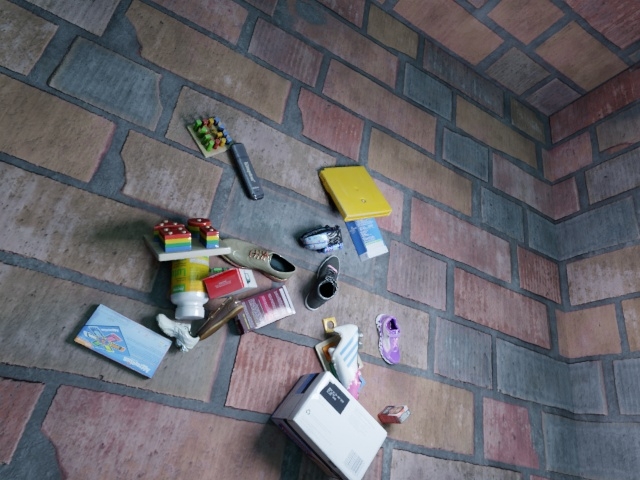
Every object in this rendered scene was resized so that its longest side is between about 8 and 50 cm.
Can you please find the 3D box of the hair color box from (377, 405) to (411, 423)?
[{"bbox_3d":[0.319,0.753,1.825,0.072,0.141,0.043,-28,87,-35],"label":"hair color box"}]

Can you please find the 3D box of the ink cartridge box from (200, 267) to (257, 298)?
[{"bbox_3d":[-0.343,0.164,1.596,0.134,0.231,0.078,-21,81,6],"label":"ink cartridge box"}]

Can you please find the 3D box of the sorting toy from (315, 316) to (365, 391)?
[{"bbox_3d":[0.090,0.505,1.845,0.196,0.047,0.347,-19,82,-34],"label":"sorting toy"}]

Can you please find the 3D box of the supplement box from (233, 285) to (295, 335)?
[{"bbox_3d":[-0.236,0.284,1.724,0.239,0.073,0.130,-16,79,-34],"label":"supplement box"}]

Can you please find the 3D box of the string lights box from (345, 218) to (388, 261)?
[{"bbox_3d":[0.225,-0.038,2.116,0.133,0.077,0.259,-15,80,-34],"label":"string lights box"}]

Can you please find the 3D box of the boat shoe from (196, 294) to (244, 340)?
[{"bbox_3d":[-0.391,0.293,1.606,0.207,0.073,0.073,-39,75,-9],"label":"boat shoe"}]

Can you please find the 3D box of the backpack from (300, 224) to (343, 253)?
[{"bbox_3d":[0.000,0.000,1.928,0.173,0.158,0.116,-15,98,-20],"label":"backpack"}]

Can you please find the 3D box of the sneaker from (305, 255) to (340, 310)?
[{"bbox_3d":[0.043,0.174,1.886,0.105,0.147,0.295,37,56,-11],"label":"sneaker"}]

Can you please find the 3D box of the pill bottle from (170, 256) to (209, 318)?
[{"bbox_3d":[-0.489,0.169,1.582,0.136,0.136,0.245,6,69,-29],"label":"pill bottle"}]

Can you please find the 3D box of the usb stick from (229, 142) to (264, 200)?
[{"bbox_3d":[-0.333,-0.313,1.907,0.077,0.045,0.278,-18,84,-48],"label":"usb stick"}]

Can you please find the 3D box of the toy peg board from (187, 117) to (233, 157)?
[{"bbox_3d":[-0.477,-0.475,1.875,0.161,0.079,0.161,-31,89,-35],"label":"toy peg board"}]

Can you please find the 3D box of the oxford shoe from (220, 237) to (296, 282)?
[{"bbox_3d":[-0.260,0.063,1.761,0.348,0.130,0.123,23,61,-21],"label":"oxford shoe"}]

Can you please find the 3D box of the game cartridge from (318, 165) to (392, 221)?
[{"bbox_3d":[0.172,-0.244,2.127,0.285,0.052,0.323,-9,56,-31],"label":"game cartridge"}]

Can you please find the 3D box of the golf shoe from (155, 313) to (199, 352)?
[{"bbox_3d":[-0.516,0.320,1.534,0.086,0.069,0.176,-40,103,0],"label":"golf shoe"}]

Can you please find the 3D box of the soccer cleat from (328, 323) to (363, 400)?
[{"bbox_3d":[0.100,0.519,1.772,0.143,0.116,0.331,3,76,0],"label":"soccer cleat"}]

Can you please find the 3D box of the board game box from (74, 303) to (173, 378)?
[{"bbox_3d":[-0.679,0.352,1.468,0.281,0.027,0.145,34,57,-15],"label":"board game box"}]

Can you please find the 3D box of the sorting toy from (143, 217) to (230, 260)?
[{"bbox_3d":[-0.501,-0.018,1.573,0.257,0.255,0.089,-6,110,-32],"label":"sorting toy"}]

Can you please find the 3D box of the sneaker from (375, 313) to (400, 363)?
[{"bbox_3d":[0.331,0.456,1.971,0.095,0.104,0.236,-1,73,-32],"label":"sneaker"}]

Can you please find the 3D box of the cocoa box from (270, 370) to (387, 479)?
[{"bbox_3d":[0.029,0.710,1.619,0.347,0.228,0.231,48,56,-6],"label":"cocoa box"}]

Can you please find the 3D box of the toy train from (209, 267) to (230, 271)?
[{"bbox_3d":[-0.408,0.119,1.718,0.083,0.024,0.017,1,71,-31],"label":"toy train"}]
